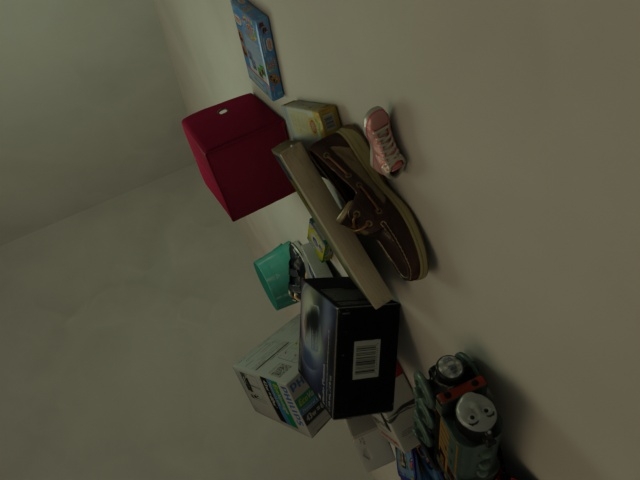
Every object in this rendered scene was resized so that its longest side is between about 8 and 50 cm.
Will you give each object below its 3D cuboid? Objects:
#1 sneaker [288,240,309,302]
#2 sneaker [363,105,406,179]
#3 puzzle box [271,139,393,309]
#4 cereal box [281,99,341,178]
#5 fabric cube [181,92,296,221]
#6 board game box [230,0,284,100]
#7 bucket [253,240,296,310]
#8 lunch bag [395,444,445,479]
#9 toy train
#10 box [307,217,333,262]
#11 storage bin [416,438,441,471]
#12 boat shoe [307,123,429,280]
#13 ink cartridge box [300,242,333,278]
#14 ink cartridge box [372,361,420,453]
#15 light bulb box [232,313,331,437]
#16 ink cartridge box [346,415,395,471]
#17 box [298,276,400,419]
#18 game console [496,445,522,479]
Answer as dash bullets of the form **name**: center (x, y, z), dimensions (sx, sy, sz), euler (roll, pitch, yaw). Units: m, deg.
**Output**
- **sneaker**: center (-0.077, 0.167, 1.930), dimensions (0.321, 0.127, 0.126), euler (67, 167, -7)
- **sneaker**: center (0.114, -0.160, 0.810), dimensions (0.070, 0.051, 0.134), euler (50, 164, 39)
- **puzzle box**: center (0.019, -0.051, 1.131), dimensions (0.409, 0.052, 0.272), euler (58, 179, -17)
- **cereal box**: center (-0.009, -0.235, 1.115), dimensions (0.240, 0.047, 0.173), euler (39, 153, 60)
- **fabric cube**: center (-0.246, -0.266, 1.484), dimensions (0.258, 0.254, 0.259), euler (49, 160, 46)
- **board game box**: center (-0.161, -0.489, 1.222), dimensions (0.160, 0.039, 0.212), euler (52, 162, 38)
- **bucket**: center (-0.164, 0.163, 2.105), dimensions (0.281, 0.183, 0.281), euler (58, 164, 26)
- **lunch bag**: center (0.334, 0.773, 1.607), dimensions (0.221, 0.138, 0.293), euler (101, 152, -70)
- **toy train**: center (0.278, 0.370, 0.950), dimensions (0.190, 0.142, 0.334), euler (-121, 15, -45)
- **box**: center (0.000, 0.000, 1.520), dimensions (0.105, 0.043, 0.179), euler (59, 167, 18)
- **storage bin**: center (0.310, 0.554, 1.322), dimensions (0.135, 0.098, 0.091), euler (62, 176, 3)
- **boat shoe**: center (0.085, -0.060, 0.935), dimensions (0.342, 0.123, 0.123), euler (62, 166, 6)
- **ink cartridge box**: center (0.021, 0.173, 1.618), dimensions (0.165, 0.065, 0.333), euler (82, 167, -51)
- **ink cartridge box**: center (0.213, 0.495, 1.494), dimensions (0.273, 0.114, 0.197), euler (63, 165, 1)
- **light bulb box**: center (-0.059, 0.467, 1.732), dimensions (0.361, 0.358, 0.225), euler (-2, 116, 52)
- **ink cartridge box**: center (0.162, 0.669, 1.772), dimensions (0.283, 0.117, 0.207), euler (-115, 3, -62)
- **box**: center (0.063, 0.277, 1.305), dimensions (0.294, 0.182, 0.296), euler (-154, 65, -69)
- **game console**: center (0.417, 0.506, 0.993), dimensions (0.124, 0.085, 0.144), euler (-83, -19, -54)
